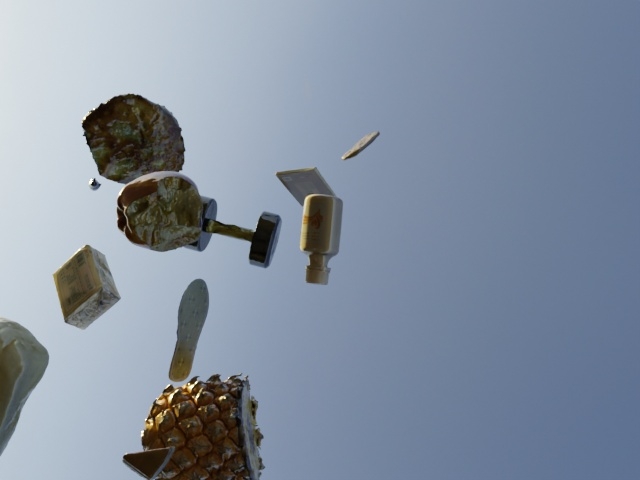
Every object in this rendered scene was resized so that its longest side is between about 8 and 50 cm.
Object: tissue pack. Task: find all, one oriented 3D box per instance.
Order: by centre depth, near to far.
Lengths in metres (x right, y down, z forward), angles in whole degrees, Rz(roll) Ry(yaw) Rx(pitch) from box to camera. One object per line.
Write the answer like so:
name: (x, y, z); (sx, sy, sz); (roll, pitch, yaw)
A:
tissue pack: (-0.657, 0.129, 1.488); (0.148, 0.092, 0.196); (-40, -130, 2)

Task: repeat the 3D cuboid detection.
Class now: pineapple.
pineapple: (-0.319, 0.554, 1.490); (0.300, 0.352, 0.352); (-11, -102, 6)

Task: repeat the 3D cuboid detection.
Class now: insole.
insole: (-0.394, 0.271, 1.596); (0.007, 0.109, 0.322); (13, -89, 42)

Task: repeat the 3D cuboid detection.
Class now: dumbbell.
dumbbell: (-0.316, -0.032, 1.907); (0.323, 0.204, 0.203); (14, -85, 1)

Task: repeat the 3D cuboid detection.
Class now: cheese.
cheese: (-0.589, 0.265, 0.924); (0.159, 0.093, 0.262); (26, -89, 1)

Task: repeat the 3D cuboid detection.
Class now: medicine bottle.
medicine bottle: (0.000, 0.000, 1.512); (0.114, 0.114, 0.252); (1, -97, 36)

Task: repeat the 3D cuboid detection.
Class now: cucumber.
cucumber: (-0.739, -0.183, 1.741); (0.163, 0.039, 0.043); (-167, -106, -66)

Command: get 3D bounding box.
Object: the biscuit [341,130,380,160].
biscuit: (0.112, -0.263, 1.471); (0.071, 0.147, 0.018); (-9, -60, 51)

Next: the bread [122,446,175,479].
bread: (-0.358, 0.474, 1.119); (0.043, 0.109, 0.062); (111, -33, -50)

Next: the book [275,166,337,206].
book: (-0.039, -0.167, 1.685); (0.139, 0.198, 0.016); (-4, -118, 24)

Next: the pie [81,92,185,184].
pie: (-0.578, -0.310, 1.678); (0.354, 0.289, 0.102); (86, -12, -46)

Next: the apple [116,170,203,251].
apple: (-0.324, -0.060, 1.063); (0.147, 0.158, 0.156); (-129, -135, -52)
